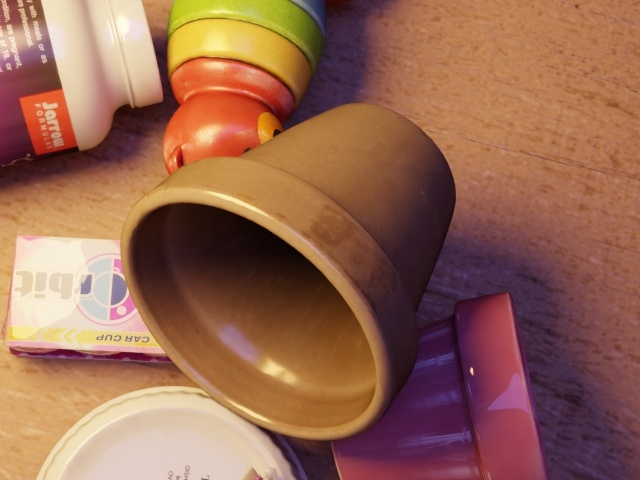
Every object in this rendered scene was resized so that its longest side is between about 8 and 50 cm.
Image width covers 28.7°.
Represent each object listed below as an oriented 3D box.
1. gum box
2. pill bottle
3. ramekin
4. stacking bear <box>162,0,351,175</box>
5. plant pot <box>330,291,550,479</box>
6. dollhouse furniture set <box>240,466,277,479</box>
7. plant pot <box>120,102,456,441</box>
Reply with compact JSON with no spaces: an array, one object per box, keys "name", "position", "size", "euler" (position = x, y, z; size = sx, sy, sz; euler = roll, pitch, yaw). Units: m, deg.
[{"name":"gum box","position":[-0.207,0.057,1.195],"size":[0.188,0.062,0.107],"euler":[3,75,-4]},{"name":"pill bottle","position":[-0.319,-0.155,1.178],"size":[0.323,0.181,0.181],"euler":[-14,77,-7]},{"name":"ramekin","position":[-0.134,0.258,1.118],"size":[0.273,0.127,0.272],"euler":[1,76,-4]},{"name":"stacking bear","position":[-0.073,-0.170,1.196],"size":[0.164,0.175,0.289],"euler":[-2,63,29]},{"name":"plant pot","position":[0.105,0.160,1.138],"size":[0.180,0.201,0.201],"euler":[-12,77,8]},{"name":"dollhouse furniture set","position":[-0.053,0.252,1.056],"size":[0.114,0.091,0.081],"euler":[59,35,-12]},{"name":"plant pot","position":[0.000,0.000,1.062],"size":[0.263,0.263,0.229],"euler":[38,53,5]}]
